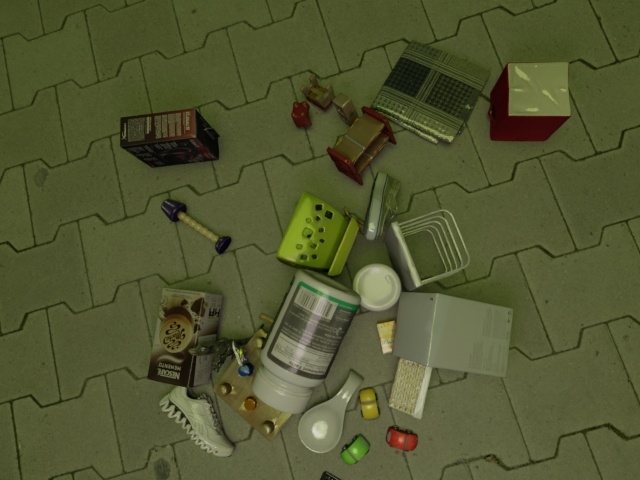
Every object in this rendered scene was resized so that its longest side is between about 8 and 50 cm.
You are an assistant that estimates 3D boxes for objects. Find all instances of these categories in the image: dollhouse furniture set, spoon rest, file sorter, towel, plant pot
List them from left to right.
[{"bbox_3d":[0.000,0.000,1.424,0.207,0.228,0.227,23,83,4],"label":"plant pot"},{"bbox_3d":[0.036,0.538,1.395,0.137,0.084,0.276,34,85,11],"label":"spoon rest"},{"bbox_3d":[0.055,-0.388,1.539,0.374,0.152,0.201,40,87,28],"label":"dollhouse furniture set"},{"bbox_3d":[0.315,0.039,1.353,0.173,0.277,0.193,-19,79,-1],"label":"file sorter"},{"bbox_3d":[0.388,-0.518,1.557,0.324,0.056,0.312,29,82,13],"label":"towel"}]

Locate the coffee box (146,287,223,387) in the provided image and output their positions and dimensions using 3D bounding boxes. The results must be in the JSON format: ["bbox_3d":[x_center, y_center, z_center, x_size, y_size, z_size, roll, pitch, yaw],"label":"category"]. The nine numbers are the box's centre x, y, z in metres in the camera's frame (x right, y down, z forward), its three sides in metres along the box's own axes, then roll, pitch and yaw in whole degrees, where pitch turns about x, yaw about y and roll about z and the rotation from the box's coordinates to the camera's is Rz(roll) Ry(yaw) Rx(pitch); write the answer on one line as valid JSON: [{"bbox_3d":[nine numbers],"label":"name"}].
[{"bbox_3d":[-0.442,0.314,1.455,0.168,0.119,0.297,3,80,20],"label":"coffee box"}]

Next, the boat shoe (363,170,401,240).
[{"bbox_3d":[0.204,-0.115,1.420,0.094,0.109,0.302,16,49,1],"label":"boat shoe"}]

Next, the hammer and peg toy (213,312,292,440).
[{"bbox_3d":[-0.146,0.409,1.417,0.266,0.127,0.361,36,86,13],"label":"hammer and peg toy"}]

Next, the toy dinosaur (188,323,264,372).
[{"bbox_3d":[-0.300,0.354,1.432,0.064,0.268,0.118,44,126,31],"label":"toy dinosaur"}]

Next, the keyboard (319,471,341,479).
[{"bbox_3d":[0.020,0.830,1.379,0.108,0.023,0.180,25,85,10],"label":"keyboard"}]

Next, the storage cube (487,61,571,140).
[{"bbox_3d":[0.669,-0.443,1.432,0.215,0.193,0.183,3,81,6],"label":"storage cube"}]

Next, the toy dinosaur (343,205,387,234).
[{"bbox_3d":[0.147,-0.046,1.476,0.183,0.092,0.053,30,85,11],"label":"toy dinosaur"}]

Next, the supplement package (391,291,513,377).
[{"bbox_3d":[0.381,0.269,1.296,0.263,0.198,0.199,13,81,-18],"label":"supplement package"}]

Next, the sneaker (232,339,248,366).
[{"bbox_3d":[-0.247,0.343,1.365,0.035,0.031,0.083,-20,81,-10],"label":"sneaker"}]

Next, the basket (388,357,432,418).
[{"bbox_3d":[0.275,0.446,1.368,0.103,0.113,0.167,13,82,11],"label":"basket"}]

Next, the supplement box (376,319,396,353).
[{"bbox_3d":[0.221,0.312,1.435,0.062,0.036,0.098,-13,80,5],"label":"supplement box"}]

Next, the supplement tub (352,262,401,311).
[{"bbox_3d":[0.175,0.150,1.385,0.144,0.199,0.144,-1,81,7],"label":"supplement tub"}]

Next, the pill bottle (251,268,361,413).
[{"bbox_3d":[-0.046,0.279,1.247,0.204,0.204,0.361,25,93,10],"label":"pill bottle"}]

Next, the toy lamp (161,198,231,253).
[{"bbox_3d":[-0.441,-0.056,1.556,0.275,0.080,0.080,34,86,8],"label":"toy lamp"}]

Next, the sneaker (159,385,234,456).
[{"bbox_3d":[-0.383,0.577,1.432,0.292,0.110,0.118,38,78,11],"label":"sneaker"}]

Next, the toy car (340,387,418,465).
[{"bbox_3d":[0.154,0.617,1.383,0.225,0.053,0.239,-44,78,-2],"label":"toy car"}]

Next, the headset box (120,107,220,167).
[{"bbox_3d":[-0.502,-0.351,1.539,0.293,0.218,0.110,-5,80,7],"label":"headset box"}]
